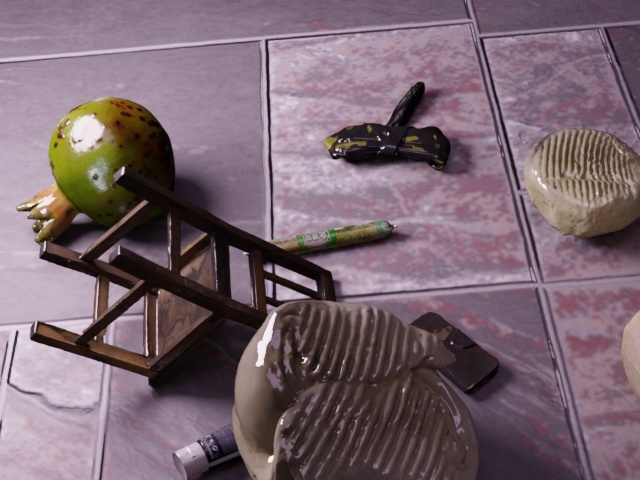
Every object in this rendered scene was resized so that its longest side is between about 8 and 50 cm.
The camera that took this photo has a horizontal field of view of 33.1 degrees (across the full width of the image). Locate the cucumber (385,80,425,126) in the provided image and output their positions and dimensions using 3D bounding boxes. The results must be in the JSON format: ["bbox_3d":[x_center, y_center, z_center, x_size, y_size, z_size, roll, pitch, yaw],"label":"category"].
[{"bbox_3d":[0.163,-0.254,2.055,0.033,0.034,0.135,22,53,17],"label":"cucumber"}]

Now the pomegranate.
[{"bbox_3d":[-0.391,-0.123,1.851,0.286,0.231,0.231,-19,49,-14],"label":"pomegranate"}]

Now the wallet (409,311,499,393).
[{"bbox_3d":[0.200,0.171,1.671,0.082,0.018,0.157,-32,52,-23],"label":"wallet"}]

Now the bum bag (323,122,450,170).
[{"bbox_3d":[0.121,-0.176,1.969,0.232,0.060,0.106,6,39,8],"label":"bum bag"}]

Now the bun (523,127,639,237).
[{"bbox_3d":[0.447,-0.090,1.812,0.220,0.134,0.220,2,45,-2],"label":"bun"}]

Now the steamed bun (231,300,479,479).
[{"bbox_3d":[0.031,0.252,1.489,0.324,0.219,0.309,3,58,-26],"label":"steamed bun"}]

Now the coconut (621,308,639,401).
[{"bbox_3d":[0.564,0.168,1.471,0.329,0.329,0.329,-3,47,3],"label":"coconut"}]

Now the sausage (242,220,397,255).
[{"bbox_3d":[0.000,0.000,1.836,0.269,0.033,0.033,-10,47,-4],"label":"sausage"}]

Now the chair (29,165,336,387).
[{"bbox_3d":[-0.203,0.097,1.682,0.240,0.416,0.203,-40,38,29],"label":"chair"}]

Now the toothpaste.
[{"bbox_3d":[-0.118,0.292,1.576,0.193,0.045,0.071,-23,58,-24],"label":"toothpaste"}]
